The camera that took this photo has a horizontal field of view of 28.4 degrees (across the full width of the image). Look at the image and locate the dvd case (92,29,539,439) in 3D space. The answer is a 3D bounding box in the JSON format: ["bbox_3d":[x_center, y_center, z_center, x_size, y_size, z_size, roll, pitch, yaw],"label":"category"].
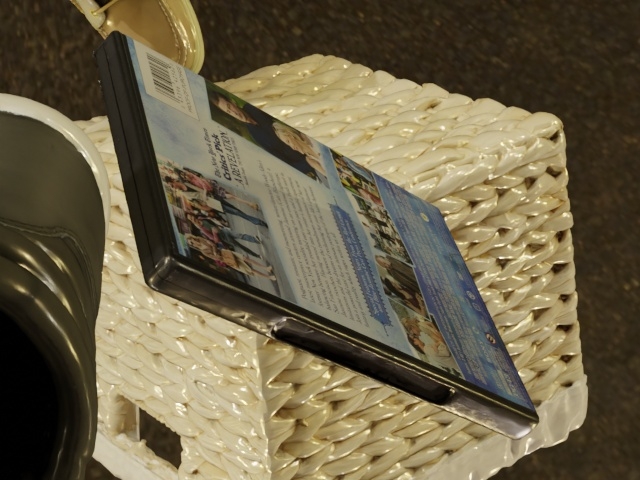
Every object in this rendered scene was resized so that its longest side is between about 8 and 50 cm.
[{"bbox_3d":[0.000,0.000,0.664,0.253,0.180,0.022,27,119,-36],"label":"dvd case"}]

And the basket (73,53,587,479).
[{"bbox_3d":[-0.011,0.033,0.986,0.331,0.328,0.266,-20,118,-35],"label":"basket"}]

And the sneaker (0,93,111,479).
[{"bbox_3d":[-0.139,0.106,0.368,0.105,0.147,0.295,18,101,-10],"label":"sneaker"}]

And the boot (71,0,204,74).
[{"bbox_3d":[-0.182,-0.203,0.930,0.077,0.165,0.213,-34,85,18],"label":"boot"}]
